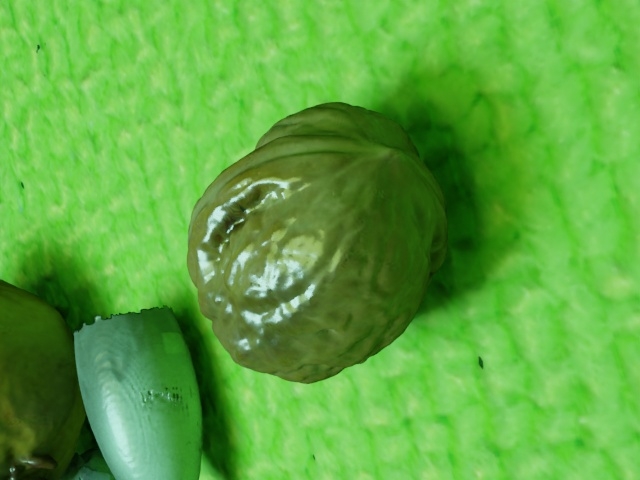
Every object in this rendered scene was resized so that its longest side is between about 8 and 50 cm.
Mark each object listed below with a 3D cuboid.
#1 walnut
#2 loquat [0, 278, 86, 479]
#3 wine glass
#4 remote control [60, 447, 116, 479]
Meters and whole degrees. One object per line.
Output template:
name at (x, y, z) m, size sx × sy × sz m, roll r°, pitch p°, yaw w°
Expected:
walnut at (0.000, 0.000, 0.698) m, size 0.184 × 0.155 × 0.155 m, roll -47°, pitch 66°, yaw 40°
loquat at (-0.315, 0.145, 1.029) m, size 0.238 × 0.193 × 0.238 m, roll -19°, pitch 66°, yaw 48°
wine glass at (-0.045, 0.184, 0.878) m, size 0.264 × 0.096 × 0.309 m, roll -19°, pitch 77°, yaw 16°
remote control at (-0.210, 0.320, 1.075) m, size 0.104 × 0.052 × 0.247 m, roll 7°, pitch 102°, yaw 46°
